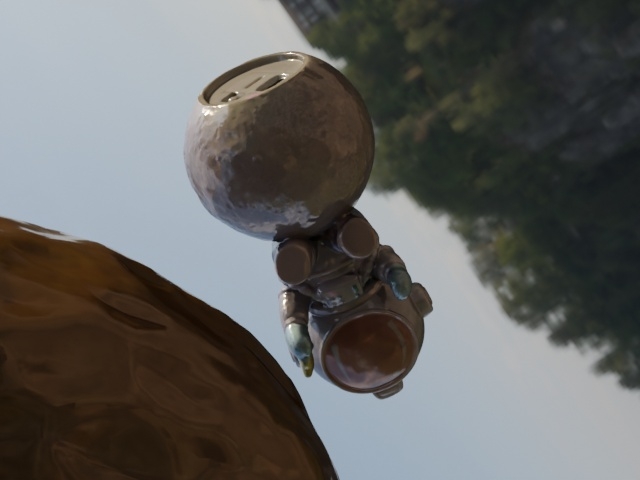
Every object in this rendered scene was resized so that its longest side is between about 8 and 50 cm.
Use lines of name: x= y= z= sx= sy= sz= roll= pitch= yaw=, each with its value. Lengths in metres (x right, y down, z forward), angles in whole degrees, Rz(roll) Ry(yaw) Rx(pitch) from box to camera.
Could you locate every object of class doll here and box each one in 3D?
doll: x=0.000 y=0.000 z=0.957 sx=0.151 sy=0.151 sz=0.287 roll=-102 pitch=-11 yaw=-64

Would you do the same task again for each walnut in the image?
walnut: x=-0.183 y=0.163 z=0.599 sx=0.398 sy=0.354 sz=0.308 roll=16 pitch=176 yaw=-2
